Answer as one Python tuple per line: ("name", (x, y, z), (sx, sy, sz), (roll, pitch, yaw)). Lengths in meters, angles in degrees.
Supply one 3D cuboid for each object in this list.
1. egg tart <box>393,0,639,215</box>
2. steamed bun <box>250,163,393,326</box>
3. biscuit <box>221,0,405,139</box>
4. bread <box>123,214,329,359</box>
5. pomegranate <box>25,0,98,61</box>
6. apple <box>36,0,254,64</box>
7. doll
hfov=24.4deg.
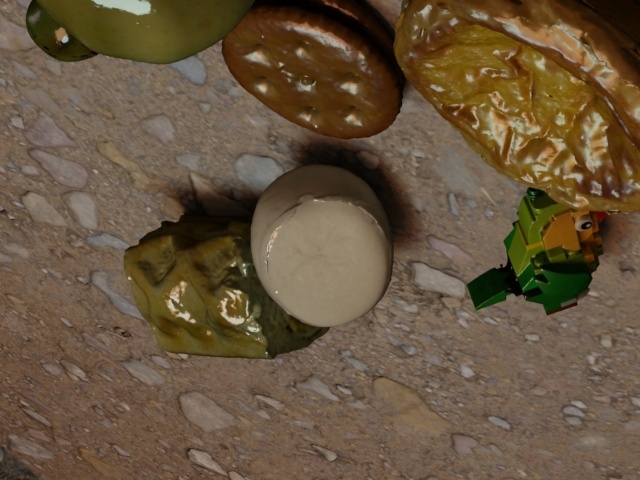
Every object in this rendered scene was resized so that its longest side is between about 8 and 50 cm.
("egg tart", (0.224, -0.159, 1.420), (0.341, 0.129, 0.341), (27, 159, 12))
("steamed bun", (0.000, 0.000, 1.864), (0.177, 0.131, 0.228), (-22, 129, 0))
("biscuit", (-0.006, -0.198, 1.643), (0.220, 0.066, 0.220), (20, 153, 11))
("bread", (-0.127, 0.060, 2.048), (0.252, 0.238, 0.196), (3, 102, 33))
("pomegranate", (-0.297, -0.279, 1.742), (0.142, 0.114, 0.114), (59, 150, 4))
("apple", (-0.175, -0.302, 1.463), (0.279, 0.279, 0.279), (22, 151, 13))
("doll", (0.257, 0.003, 1.680), (0.134, 0.106, 0.186), (1, 137, -16))
